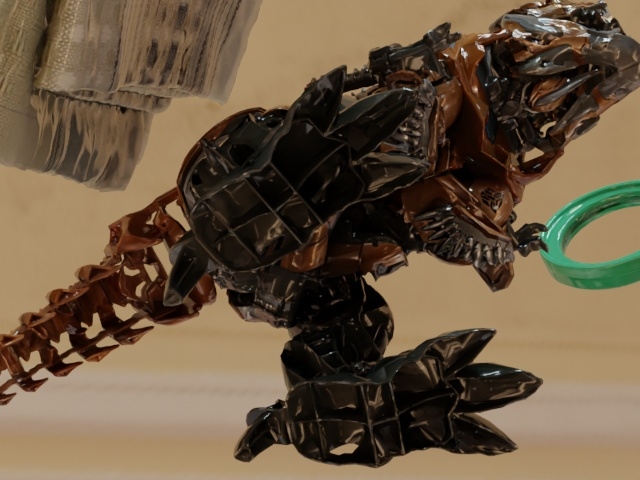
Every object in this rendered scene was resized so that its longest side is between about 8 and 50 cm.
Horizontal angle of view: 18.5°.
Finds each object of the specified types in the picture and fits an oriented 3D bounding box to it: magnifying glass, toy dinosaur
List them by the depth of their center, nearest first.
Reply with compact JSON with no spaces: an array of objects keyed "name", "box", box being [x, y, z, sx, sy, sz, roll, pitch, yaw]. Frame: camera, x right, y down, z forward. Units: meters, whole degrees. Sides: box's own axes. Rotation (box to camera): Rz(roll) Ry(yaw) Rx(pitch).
[{"name":"toy dinosaur","box":[0.000,0.000,0.855,0.164,0.218,0.322,42,-83,-19]},{"name":"magnifying glass","box":[0.242,-0.010,1.201,0.231,0.092,0.026,-8,-57,32]}]

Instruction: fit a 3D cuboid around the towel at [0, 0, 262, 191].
[{"name":"towel","box":[-0.037,-0.166,0.811,0.056,0.312,0.324,26,-86,3]}]
